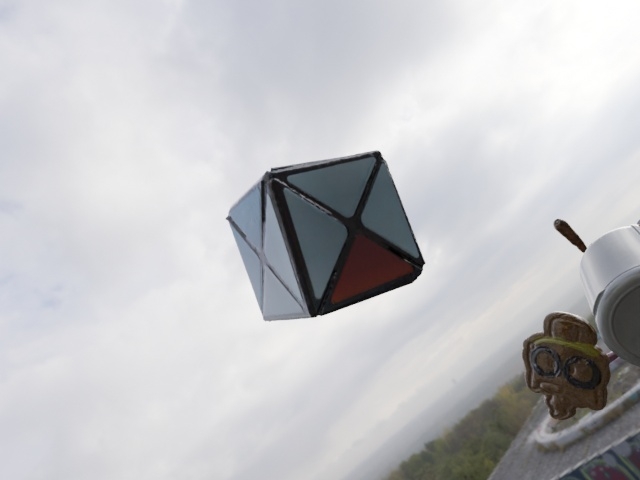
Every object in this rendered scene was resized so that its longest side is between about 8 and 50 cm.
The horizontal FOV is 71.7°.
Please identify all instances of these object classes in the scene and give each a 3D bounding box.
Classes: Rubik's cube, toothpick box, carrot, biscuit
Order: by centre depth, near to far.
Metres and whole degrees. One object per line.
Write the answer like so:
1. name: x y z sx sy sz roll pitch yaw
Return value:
1. Rubik's cube: 0.001 0.000 0.822 0.249 0.249 0.246 -16 -4 -29
2. toothpick box: 0.649 0.080 0.888 0.229 0.229 0.316 -53 -5 29
3. biscuit: 0.620 0.327 1.137 0.041 0.208 0.291 -7 -80 -41
4. carrot: 0.706 -0.010 1.241 0.165 0.036 0.036 36 -72 -22

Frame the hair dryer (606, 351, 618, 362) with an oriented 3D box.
1. hair dryer: 0.843 0.348 1.327 0.154 0.106 0.054 -29 -3 26
